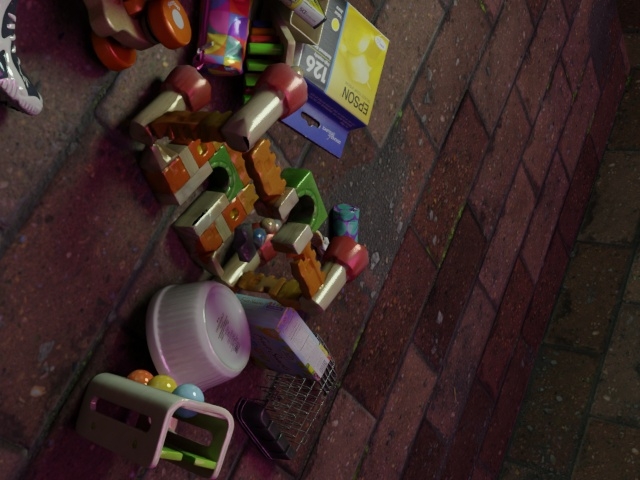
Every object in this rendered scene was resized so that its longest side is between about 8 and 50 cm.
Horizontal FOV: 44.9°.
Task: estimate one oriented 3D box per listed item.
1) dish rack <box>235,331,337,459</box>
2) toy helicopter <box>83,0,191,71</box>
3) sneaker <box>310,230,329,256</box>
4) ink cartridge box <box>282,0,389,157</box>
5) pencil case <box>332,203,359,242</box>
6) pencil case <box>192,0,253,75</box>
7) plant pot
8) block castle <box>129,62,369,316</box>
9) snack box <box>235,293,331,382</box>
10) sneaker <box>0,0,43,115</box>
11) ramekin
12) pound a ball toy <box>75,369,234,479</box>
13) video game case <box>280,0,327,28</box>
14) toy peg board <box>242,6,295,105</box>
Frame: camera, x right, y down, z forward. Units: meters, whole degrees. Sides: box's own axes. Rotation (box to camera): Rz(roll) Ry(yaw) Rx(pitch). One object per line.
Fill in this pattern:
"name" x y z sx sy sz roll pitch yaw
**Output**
"dish rack" -0.063 0.345 1.757 0.271 0.074 0.208 -58 139 -32
"toy helicopter" -0.345 -0.420 1.148 0.355 0.140 0.234 20 57 -65
"sneaker" 0.000 0.000 1.812 0.083 0.032 0.036 67 32 -42
"ink cartridge box" 0.026 -0.377 1.738 0.304 0.072 0.307 24 75 -54
"pencil case" 0.066 -0.010 1.865 0.070 0.064 0.151 -9 106 -27
"pencil case" -0.177 -0.417 1.425 0.104 0.105 0.236 9 88 -54
"plant pot" -0.059 -0.466 1.573 0.109 0.096 0.108 23 78 -56
"block castle" -0.112 -0.097 1.402 0.212 0.303 0.453 -54 137 -35
"snack box" -0.099 0.197 1.585 0.070 0.175 0.207 -63 141 -26
"sneaker" -0.444 -0.298 1.079 0.235 0.094 0.153 48 67 -35
"ramekin" -0.213 0.169 1.410 0.207 0.109 0.207 -17 90 -71
"pound a ball toy" -0.258 0.299 1.305 0.208 0.319 0.135 25 75 -38
"video game case" -0.111 -0.541 1.408 0.248 0.035 0.274 22 39 -53
"toy peg board" -0.115 -0.341 1.482 0.079 0.160 0.161 -3 130 -18
